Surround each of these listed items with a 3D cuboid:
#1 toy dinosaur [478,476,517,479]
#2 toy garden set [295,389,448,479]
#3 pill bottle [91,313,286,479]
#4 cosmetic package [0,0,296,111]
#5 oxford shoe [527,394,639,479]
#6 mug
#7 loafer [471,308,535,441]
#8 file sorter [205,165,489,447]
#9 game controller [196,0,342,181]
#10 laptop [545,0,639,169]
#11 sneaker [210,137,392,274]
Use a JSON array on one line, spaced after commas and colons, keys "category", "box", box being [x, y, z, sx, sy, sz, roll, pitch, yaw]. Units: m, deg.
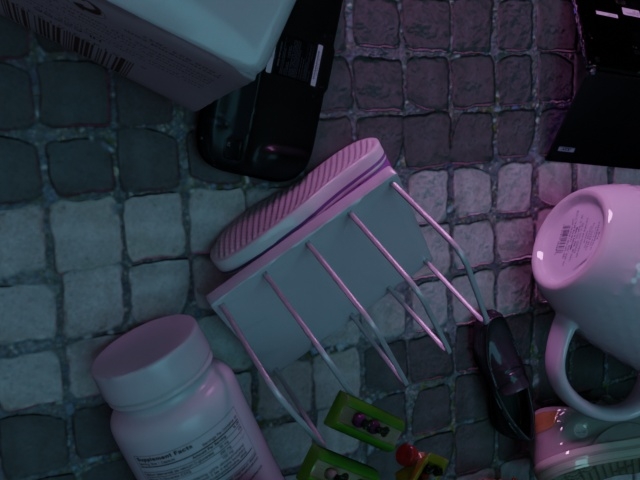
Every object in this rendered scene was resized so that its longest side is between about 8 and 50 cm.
[{"category": "toy dinosaur", "box": [0.340, 0.487, 1.310, 0.322, 0.164, 0.218, 36, 65, -9]}, {"category": "toy garden set", "box": [0.047, 0.323, 0.927, 0.204, 0.049, 0.244, 33, 80, -38]}, {"category": "pill bottle", "box": [-0.156, 0.243, 0.971, 0.160, 0.160, 0.283, -29, 110, -21]}, {"category": "cosmetic package", "box": [-0.158, -0.379, 0.751, 0.330, 0.327, 0.393, 24, 86, -18]}, {"category": "oxford shoe", "box": [0.532, 0.329, 1.370, 0.450, 0.169, 0.130, 3, 52, -30]}, {"category": "mug", "box": [0.489, 0.103, 1.233, 0.328, 0.276, 0.374, 24, 92, -18]}, {"category": "loafer", "box": [0.296, 0.214, 1.253, 0.076, 0.078, 0.223, -23, 108, -24]}, {"category": "file sorter", "box": [0.046, 0.090, 0.982, 0.278, 0.173, 0.192, -36, 139, -5]}, {"category": "game controller", "box": [-0.058, -0.237, 1.014, 0.167, 0.067, 0.319, 9, 94, -43]}, {"category": "laptop", "box": [0.481, -0.269, 1.302, 0.235, 0.136, 0.264, 2, 71, -23]}, {"category": "sneaker", "box": [0.001, 0.000, 1.053, 0.282, 0.102, 0.161, -33, 116, -19]}]
